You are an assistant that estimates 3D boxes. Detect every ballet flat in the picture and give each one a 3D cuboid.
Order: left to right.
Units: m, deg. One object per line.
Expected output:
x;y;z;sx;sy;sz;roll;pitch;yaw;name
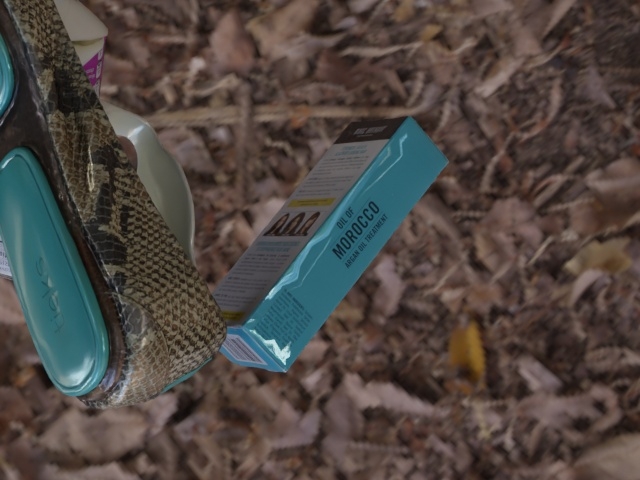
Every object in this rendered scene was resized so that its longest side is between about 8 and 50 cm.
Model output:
-0.220;-0.093;1.260;0.164;0.182;0.483;-38;76;44;ballet flat

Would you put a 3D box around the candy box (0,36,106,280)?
-0.291;-0.095;1.579;0.071;0.159;0.233;16;117;9;candy box

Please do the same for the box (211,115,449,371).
0.000;0.000;1.327;0.060;0.244;0.100;47;159;-22;box
